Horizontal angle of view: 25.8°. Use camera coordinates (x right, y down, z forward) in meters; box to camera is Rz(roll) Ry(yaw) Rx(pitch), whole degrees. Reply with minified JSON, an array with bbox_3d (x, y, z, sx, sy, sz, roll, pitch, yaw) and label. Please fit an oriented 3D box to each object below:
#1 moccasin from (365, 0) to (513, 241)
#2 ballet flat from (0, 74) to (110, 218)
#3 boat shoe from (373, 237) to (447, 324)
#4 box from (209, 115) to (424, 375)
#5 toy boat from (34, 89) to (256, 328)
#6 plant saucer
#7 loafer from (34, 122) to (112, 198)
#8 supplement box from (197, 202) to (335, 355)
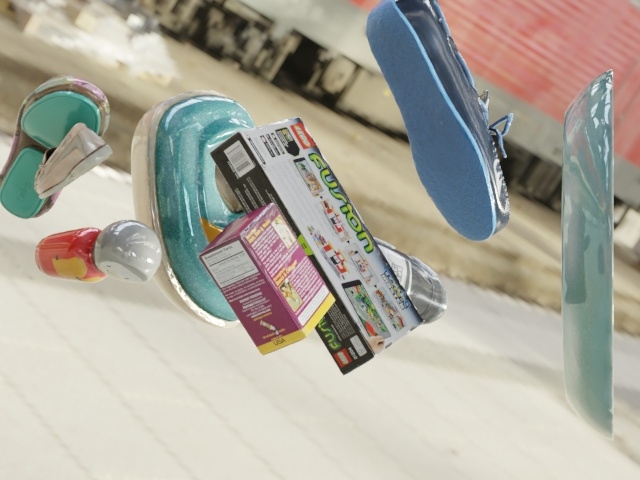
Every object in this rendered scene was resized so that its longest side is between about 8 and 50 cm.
[{"bbox_3d":[0.183,-0.171,1.838,0.137,0.342,0.117,-7,17,48],"label":"moccasin"},{"bbox_3d":[-0.242,-0.101,1.297,0.077,0.221,0.079,31,51,-8],"label":"ballet flat"},{"bbox_3d":[0.045,0.040,1.589,0.102,0.108,0.301,20,-3,-26],"label":"boat shoe"},{"bbox_3d":[0.000,0.000,1.140,0.207,0.036,0.114,59,26,4],"label":"box"},{"bbox_3d":[-0.148,-0.016,1.497,0.148,0.267,0.318,-3,13,38],"label":"toy boat"},{"bbox_3d":[0.232,0.012,1.205,0.043,0.318,0.317,-1,5,12],"label":"plant saucer"},{"bbox_3d":[-0.223,-0.072,1.232,0.125,0.045,0.039,-22,-76,54],"label":"loafer"},{"bbox_3d":[-0.036,0.026,0.943,0.083,0.043,0.055,59,34,-11],"label":"supplement box"}]
